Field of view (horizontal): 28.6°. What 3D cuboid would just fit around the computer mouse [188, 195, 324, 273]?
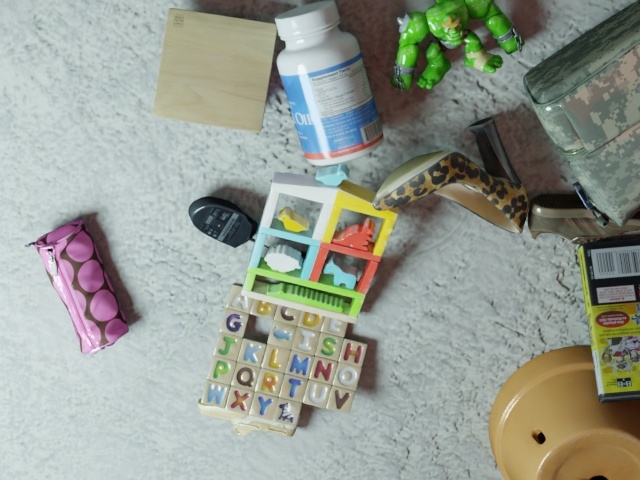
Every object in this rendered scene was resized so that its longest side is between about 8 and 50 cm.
[{"bbox_3d":[-0.095,-0.007,1.963,0.242,0.041,0.071,28,124,-16],"label":"computer mouse"}]

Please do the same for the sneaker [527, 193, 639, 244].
[{"bbox_3d":[0.414,-0.029,1.941,0.189,0.066,0.071,7,126,4],"label":"sneaker"}]

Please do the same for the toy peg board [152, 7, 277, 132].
[{"bbox_3d":[-0.155,-0.250,1.865,0.161,0.079,0.160,9,94,-3],"label":"toy peg board"}]

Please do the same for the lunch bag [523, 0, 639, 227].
[{"bbox_3d":[0.472,-0.189,1.795,0.305,0.212,0.256,-33,105,12],"label":"lunch bag"}]

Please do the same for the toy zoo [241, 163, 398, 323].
[{"bbox_3d":[0.000,0.000,1.902,0.192,0.030,0.293,14,133,-5],"label":"toy zoo"}]

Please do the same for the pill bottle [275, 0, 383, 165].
[{"bbox_3d":[0.007,-0.232,1.834,0.124,0.124,0.221,-15,107,6],"label":"pill bottle"}]

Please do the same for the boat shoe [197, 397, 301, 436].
[{"bbox_3d":[-0.118,0.292,2.051,0.170,0.063,0.059,7,103,-3],"label":"boat shoe"}]

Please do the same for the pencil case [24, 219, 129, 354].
[{"bbox_3d":[-0.375,0.078,1.961,0.095,0.098,0.209,-20,109,7],"label":"pencil case"}]

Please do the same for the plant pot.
[{"bbox_3d":[0.423,0.338,1.987,0.291,0.203,0.290,0,108,1],"label":"plant pot"}]

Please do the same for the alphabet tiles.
[{"bbox_3d":[-0.053,0.194,2.012,0.237,0.009,0.198,15,90,-4],"label":"alphabet tiles"}]

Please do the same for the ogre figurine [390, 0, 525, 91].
[{"bbox_3d":[0.189,-0.296,1.829,0.197,0.096,0.118,-7,128,19],"label":"ogre figurine"}]

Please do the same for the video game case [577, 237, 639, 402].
[{"bbox_3d":[0.548,0.114,1.923,0.275,0.035,0.248,-5,73,2],"label":"video game case"}]

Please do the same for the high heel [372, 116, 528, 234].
[{"bbox_3d":[0.201,-0.049,1.860,0.261,0.093,0.186,-31,105,-29],"label":"high heel"}]
